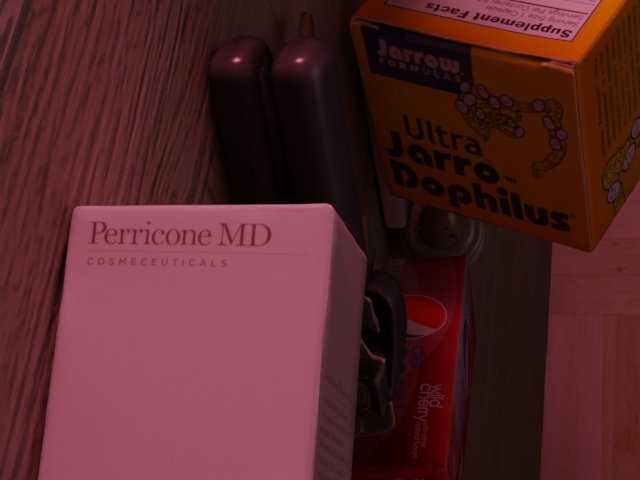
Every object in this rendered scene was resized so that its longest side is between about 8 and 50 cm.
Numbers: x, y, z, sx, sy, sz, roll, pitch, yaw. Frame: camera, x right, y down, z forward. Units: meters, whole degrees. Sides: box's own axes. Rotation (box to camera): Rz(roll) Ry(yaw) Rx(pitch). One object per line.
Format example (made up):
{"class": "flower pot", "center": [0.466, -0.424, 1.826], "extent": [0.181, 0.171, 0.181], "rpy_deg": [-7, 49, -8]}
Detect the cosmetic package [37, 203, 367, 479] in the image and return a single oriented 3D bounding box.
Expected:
{"class": "cosmetic package", "center": [-0.050, 0.103, 0.575], "extent": [0.085, 0.117, 0.231], "rpy_deg": [52, 40, -70]}

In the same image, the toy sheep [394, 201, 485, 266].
{"class": "toy sheep", "center": [0.110, -0.007, 1.285], "extent": [0.132, 0.091, 0.091], "rpy_deg": [65, 28, -72]}

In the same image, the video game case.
{"class": "video game case", "center": [0.066, -0.137, 1.237], "extent": [0.173, 0.022, 0.190], "rpy_deg": [-73, 158, -48]}

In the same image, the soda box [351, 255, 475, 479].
{"class": "soda box", "center": [0.073, 0.121, 1.109], "extent": [0.263, 0.083, 0.092], "rpy_deg": [-77, 161, -54]}

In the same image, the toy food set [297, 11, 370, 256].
{"class": "toy food set", "center": [-0.007, -0.045, 0.927], "extent": [0.132, 0.039, 0.192], "rpy_deg": [-83, 161, -53]}

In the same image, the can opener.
{"class": "can opener", "center": [0.000, 0.000, 0.847], "extent": [0.095, 0.076, 0.283], "rpy_deg": [-59, 145, -51]}

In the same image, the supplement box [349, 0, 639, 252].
{"class": "supplement box", "center": [0.210, -0.195, 1.168], "extent": [0.356, 0.194, 0.195], "rpy_deg": [-51, 143, -31]}
